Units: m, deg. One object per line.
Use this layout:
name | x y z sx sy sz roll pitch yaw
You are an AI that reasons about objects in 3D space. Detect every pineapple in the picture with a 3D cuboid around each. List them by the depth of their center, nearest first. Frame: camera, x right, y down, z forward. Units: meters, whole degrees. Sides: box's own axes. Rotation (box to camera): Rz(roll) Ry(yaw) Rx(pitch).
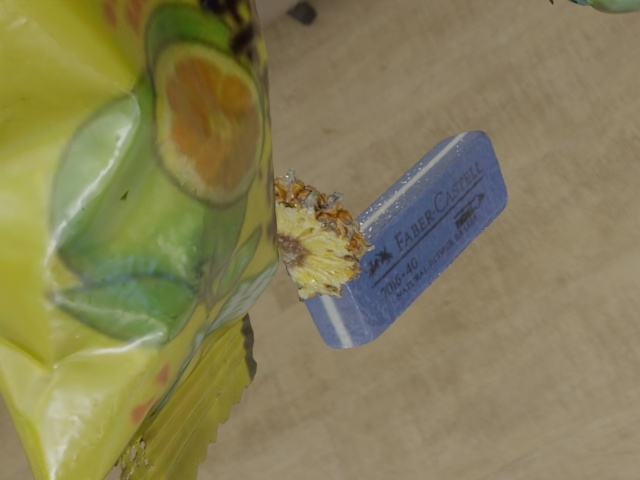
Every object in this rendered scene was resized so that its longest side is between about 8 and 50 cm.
pineapple | 0.000 0.000 0.611 0.045 0.083 0.019 0 47 23

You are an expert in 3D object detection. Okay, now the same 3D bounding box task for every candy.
candy | -0.067 -0.031 0.458 0.081 0.187 0.297 4 116 19

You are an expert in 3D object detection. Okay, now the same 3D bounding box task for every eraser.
eraser | 0.074 -0.003 1.063 0.036 0.082 0.225 11 43 45

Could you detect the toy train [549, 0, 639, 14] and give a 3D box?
toy train | 0.122 -0.235 0.514 0.194 0.120 0.298 -30 56 26
